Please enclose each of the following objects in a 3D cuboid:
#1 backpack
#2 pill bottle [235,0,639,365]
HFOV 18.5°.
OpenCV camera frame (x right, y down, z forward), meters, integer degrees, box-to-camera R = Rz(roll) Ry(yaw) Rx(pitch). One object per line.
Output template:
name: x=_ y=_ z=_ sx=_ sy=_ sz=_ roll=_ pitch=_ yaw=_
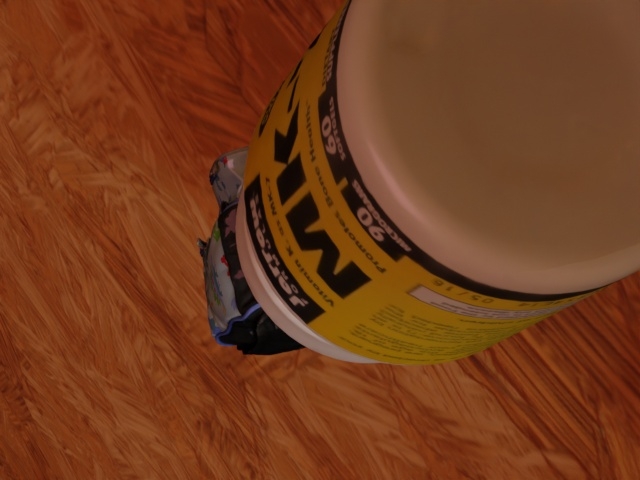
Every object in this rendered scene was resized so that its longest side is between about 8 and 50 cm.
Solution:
backpack: x=0.000 y=0.000 z=0.817 sx=0.114 sy=0.105 sz=0.084 roll=133 pitch=127 yaw=-72
pill bottle: x=0.040 y=-0.024 z=0.642 sx=0.119 sy=0.119 sz=0.208 roll=57 pitch=162 yaw=4
